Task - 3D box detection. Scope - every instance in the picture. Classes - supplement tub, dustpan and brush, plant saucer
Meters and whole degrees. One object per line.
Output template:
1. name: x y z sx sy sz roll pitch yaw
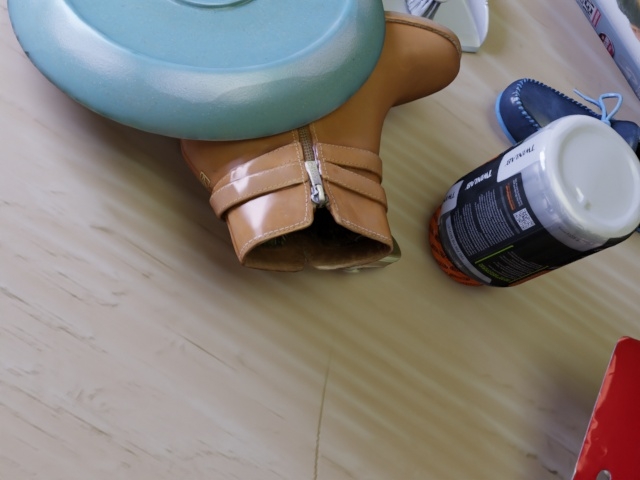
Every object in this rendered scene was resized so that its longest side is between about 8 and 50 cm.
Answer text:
1. supplement tub: 0.186 -0.026 0.871 0.117 0.190 0.116 10 69 -26
2. dustpan and brush: 0.107 -0.308 1.004 0.147 0.060 0.211 -1 73 -28
3. plant saucer: -0.097 -0.216 0.805 0.318 0.043 0.317 5 54 -7

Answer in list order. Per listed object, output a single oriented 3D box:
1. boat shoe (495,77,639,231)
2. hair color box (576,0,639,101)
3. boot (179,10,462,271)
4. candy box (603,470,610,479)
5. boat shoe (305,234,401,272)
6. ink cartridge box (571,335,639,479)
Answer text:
1. boat shoe: 0.307 -0.101 1.020 0.258 0.089 0.109 26 62 -18
2. hair color box: 0.452 -0.178 1.047 0.185 0.113 0.374 -32 84 11
3. boot: 0.026 -0.086 0.814 0.284 0.109 0.220 -6 53 -25
4. candy box: 0.449 0.259 0.969 0.316 0.087 0.183 44 59 -8
5. boat shoe: 0.000 0.001 0.854 0.153 0.048 0.056 10 40 -31
6. ink cartridge box: 0.349 0.264 0.809 0.272 0.130 0.309 20 82 -11
